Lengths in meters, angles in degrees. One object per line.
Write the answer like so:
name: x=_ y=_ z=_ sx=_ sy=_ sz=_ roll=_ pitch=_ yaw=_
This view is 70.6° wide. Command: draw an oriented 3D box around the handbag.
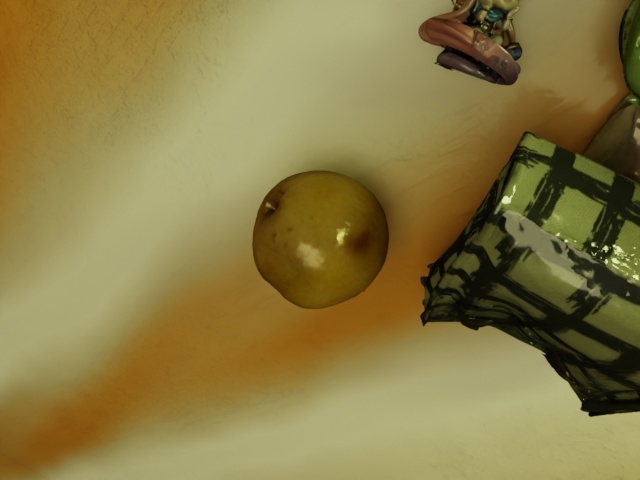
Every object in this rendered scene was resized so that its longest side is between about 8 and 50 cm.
handbag: x=0.304 y=0.074 z=0.552 sx=0.325 sy=0.163 sz=0.327 roll=30 pitch=156 yaw=9

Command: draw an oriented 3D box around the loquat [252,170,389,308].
loquat: x=0.000 y=0.000 z=0.679 sx=0.207 sy=0.208 sz=0.208 roll=11 pitch=121 yaw=18

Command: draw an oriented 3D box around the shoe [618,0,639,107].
shoe: x=0.363 y=-0.254 z=0.416 sx=0.139 sy=0.128 sz=0.263 roll=18 pitch=109 yaw=4

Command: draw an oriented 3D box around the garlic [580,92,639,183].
garlic: x=0.361 y=-0.080 z=0.543 sx=0.101 sy=0.087 sz=0.196 roll=36 pitch=129 yaw=17

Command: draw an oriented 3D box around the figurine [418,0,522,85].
figurine: x=0.182 y=-0.259 z=0.517 sx=0.126 sy=0.114 sz=0.157 roll=7 pitch=93 yaw=-15
